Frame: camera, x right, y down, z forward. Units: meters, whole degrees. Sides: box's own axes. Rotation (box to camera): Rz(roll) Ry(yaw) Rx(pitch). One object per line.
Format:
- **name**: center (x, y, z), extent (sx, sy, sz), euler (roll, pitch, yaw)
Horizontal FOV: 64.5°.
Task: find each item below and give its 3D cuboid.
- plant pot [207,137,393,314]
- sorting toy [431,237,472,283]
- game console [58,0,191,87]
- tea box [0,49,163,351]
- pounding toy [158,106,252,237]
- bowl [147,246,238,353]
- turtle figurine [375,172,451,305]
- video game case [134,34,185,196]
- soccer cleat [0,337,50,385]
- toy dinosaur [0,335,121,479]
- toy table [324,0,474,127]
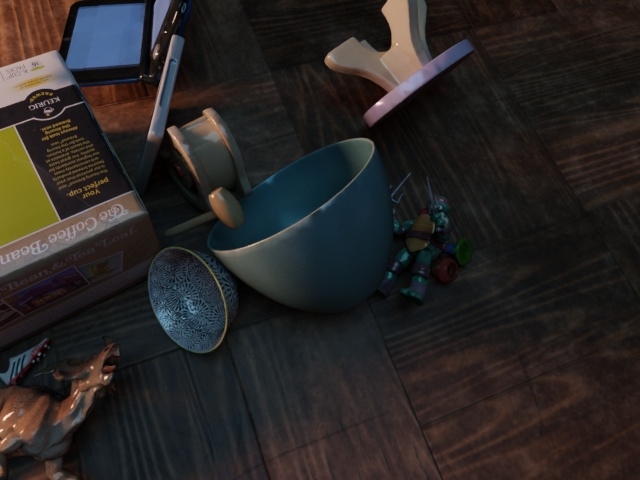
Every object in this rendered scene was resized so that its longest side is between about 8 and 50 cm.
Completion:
- **plant pot**: center (0.000, 0.000, 0.797), extent (0.290, 0.290, 0.195), euler (-42, 114, -22)
- **sorting toy**: center (0.232, 0.032, 0.920), extent (0.102, 0.042, 0.061), euler (-45, 119, -31)
- **game console**: center (-0.362, -0.434, 0.938), extent (0.173, 0.250, 0.293), euler (13, 48, -31)
- **tea box**: center (-0.458, -0.049, 0.756), extent (0.329, 0.220, 0.323), euler (-27, 72, -18)
- **pounding toy**: center (-0.213, -0.108, 0.801), extent (0.155, 0.269, 0.154), euler (-33, 119, -20)
- **bowl**: center (-0.184, 0.082, 0.795), extent (0.170, 0.170, 0.080), euler (47, 34, 12)
- **turtle figurine**: center (0.169, -0.010, 0.874), extent (0.118, 0.175, 0.234), euler (31, 74, -24)
- **video game case**: center (-0.274, -0.203, 0.856), extent (0.023, 0.212, 0.193), euler (14, 64, -22)
- **soccer cleat**: center (-0.446, 0.179, 0.765), extent (0.036, 0.029, 0.083), euler (33, 71, 2)
- **toy dinosaur**: center (-0.405, 0.240, 0.700), extent (0.296, 0.127, 0.200), euler (-3, 59, 4)
- **toy table**: center (0.151, -0.355, 0.983), extent (0.274, 0.252, 0.161), euler (-40, 94, -31)
